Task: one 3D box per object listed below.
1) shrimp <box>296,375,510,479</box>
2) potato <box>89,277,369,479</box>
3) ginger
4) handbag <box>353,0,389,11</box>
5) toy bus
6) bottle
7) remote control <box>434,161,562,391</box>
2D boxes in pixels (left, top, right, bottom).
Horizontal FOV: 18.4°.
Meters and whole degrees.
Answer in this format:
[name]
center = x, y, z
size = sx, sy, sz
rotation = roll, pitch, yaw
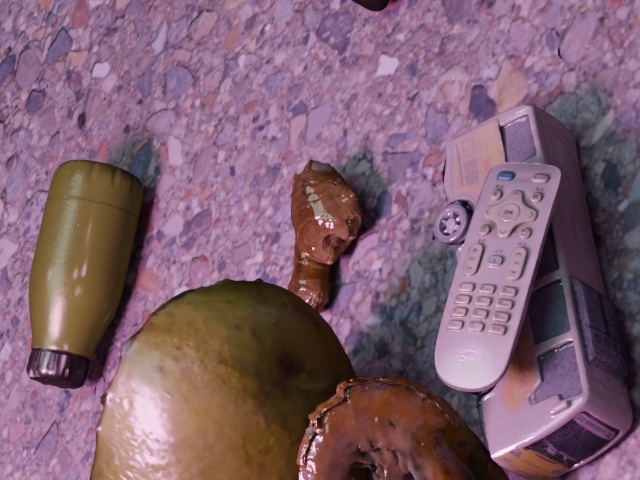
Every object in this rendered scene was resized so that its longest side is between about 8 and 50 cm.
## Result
[shrimp]
center = 0.080, 0.234, 1.729
size = 0.173, 0.253, 0.058
rotation = -32, 5, 0
[potato]
center = -0.053, 0.193, 1.805
size = 0.213, 0.330, 0.280
rotation = 27, 133, 32
[ginger]
center = 0.006, -0.001, 2.052
size = 0.096, 0.067, 0.165
rotation = -6, 81, 46
[handbag]
center = 0.045, -0.414, 2.171
size = 0.257, 0.113, 0.285
rotation = -51, 42, 8
[toy bus]
center = 0.193, 0.045, 1.803
size = 0.138, 0.097, 0.342
rotation = -28, 52, 28
[bottle]
center = -0.283, 0.042, 2.309
size = 0.112, 0.112, 0.260
rotation = -4, 70, 47
[remote control]
center = 0.159, 0.033, 1.740
size = 0.073, 0.044, 0.229
rotation = 3, 61, 29
